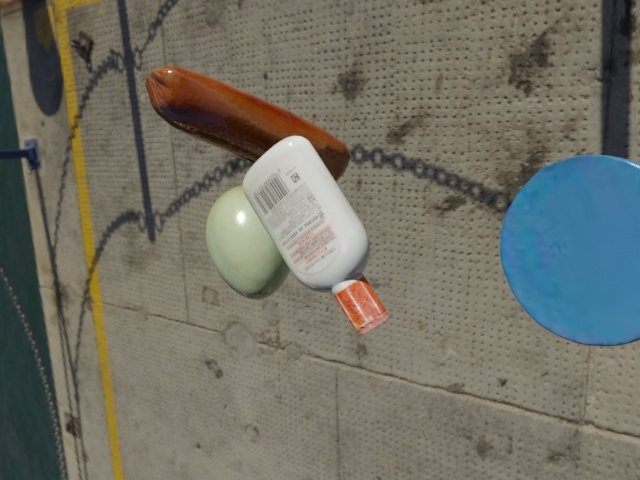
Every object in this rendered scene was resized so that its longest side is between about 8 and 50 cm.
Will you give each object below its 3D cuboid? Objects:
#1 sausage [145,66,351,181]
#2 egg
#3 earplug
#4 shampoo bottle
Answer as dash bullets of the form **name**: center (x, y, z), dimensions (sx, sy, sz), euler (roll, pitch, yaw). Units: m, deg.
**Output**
- **sausage**: center (-0.087, -0.147, 0.644), dimensions (0.089, 0.300, 0.083), euler (13, 87, 59)
- **egg**: center (-0.159, 0.004, 1.130), dimensions (0.218, 0.219, 0.295), euler (-40, 51, 33)
- **earplug**: center (0.294, -0.001, 0.402), dimensions (0.132, 0.273, 0.132), euler (9, 101, 57)
- **shampoo bottle**: center (0.000, 0.000, 0.521), dimensions (0.108, 0.051, 0.220), euler (-37, 82, 34)
